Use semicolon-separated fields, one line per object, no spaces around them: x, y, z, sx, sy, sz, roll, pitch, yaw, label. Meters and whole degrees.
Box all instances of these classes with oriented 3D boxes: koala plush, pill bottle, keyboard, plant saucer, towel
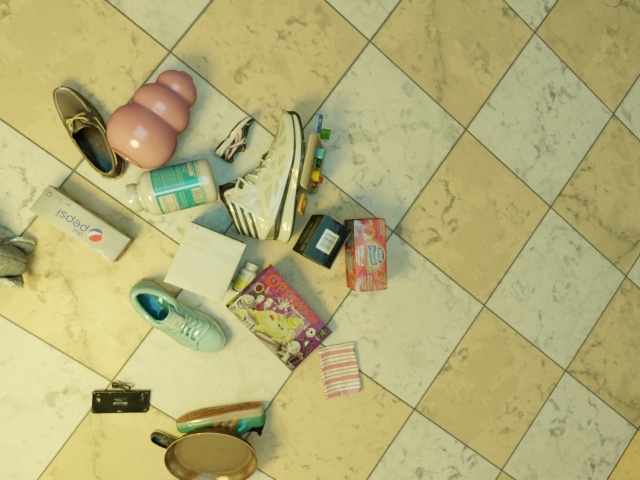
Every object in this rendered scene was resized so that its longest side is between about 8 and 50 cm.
-0.975;0.054;1.262;0.221;0.203;0.196;25;50;-38;koala plush
-0.258;0.133;1.490;0.065;0.065;0.116;25;87;-13;pill bottle
-0.668;0.525;1.439;0.180;0.023;0.108;4;98;-14;keyboard
-0.363;0.727;1.448;0.310;0.050;0.311;-1;121;-1;plant saucer
0.074;0.485;1.603;0.144;0.029;0.197;-9;95;-13;towel
-0.476;-0.167;1.383;0.264;0.146;0.146;-15;96;-12;pill bottle

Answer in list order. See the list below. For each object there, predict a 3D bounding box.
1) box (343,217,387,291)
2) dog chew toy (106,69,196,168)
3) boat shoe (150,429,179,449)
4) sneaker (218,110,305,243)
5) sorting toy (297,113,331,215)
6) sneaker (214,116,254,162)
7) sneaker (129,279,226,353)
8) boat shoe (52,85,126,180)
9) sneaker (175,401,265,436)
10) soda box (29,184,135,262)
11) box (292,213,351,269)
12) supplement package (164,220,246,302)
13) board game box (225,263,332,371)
0.162;0.049;1.550;0.122;0.128;0.257;-3;93;-13;box
-0.508;-0.391;1.346;0.206;0.206;0.332;33;77;-12;dog chew toy
-0.519;0.697;1.471;0.142;0.040;0.049;31;86;-12;boat shoe
-0.201;-0.221;1.432;0.257;0.169;0.448;6;94;-15;sneaker
-0.011;-0.251;1.465;0.047;0.196;0.348;12;90;11;sorting toy
-0.281;-0.341;1.468;0.077;0.072;0.178;40;92;-24;sneaker
-0.471;0.270;1.405;0.366;0.150;0.135;35;86;-12;sneaker
-0.728;-0.340;1.341;0.116;0.096;0.324;-30;99;-10;boat shoe
-0.338;0.641;1.476;0.302;0.108;0.121;-3;89;-14;sneaker
-0.744;-0.048;1.356;0.286;0.091;0.098;36;84;-12;soda box
0.000;0.000;1.470;0.108;0.207;0.153;30;87;-13;box
-0.376;0.066;1.416;0.194;0.149;0.203;23;88;-13;supplement package
-0.137;0.274;1.502;0.208;0.056;0.347;-45;112;-11;board game box
